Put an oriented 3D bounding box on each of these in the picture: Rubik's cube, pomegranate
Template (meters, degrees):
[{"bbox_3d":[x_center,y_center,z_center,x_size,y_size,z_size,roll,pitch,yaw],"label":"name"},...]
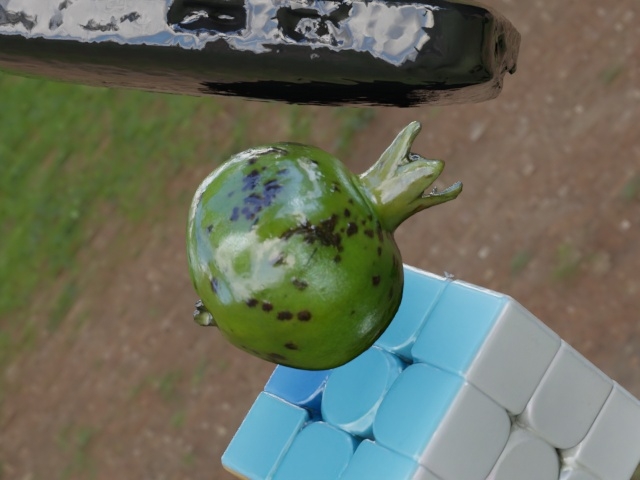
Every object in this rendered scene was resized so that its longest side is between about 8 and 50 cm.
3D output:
[{"bbox_3d":[0.128,0.217,1.995,0.292,0.291,0.290,20,76,52],"label":"Rubik's cube"},{"bbox_3d":[0.000,0.000,1.630,0.263,0.211,0.211,-32,18,3],"label":"pomegranate"}]

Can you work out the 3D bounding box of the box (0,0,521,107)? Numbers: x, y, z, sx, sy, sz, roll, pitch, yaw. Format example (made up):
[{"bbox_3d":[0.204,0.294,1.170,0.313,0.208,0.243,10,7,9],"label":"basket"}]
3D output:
[{"bbox_3d":[-0.050,-0.135,1.203,0.359,0.350,0.091,-27,-58,-81],"label":"box"}]
